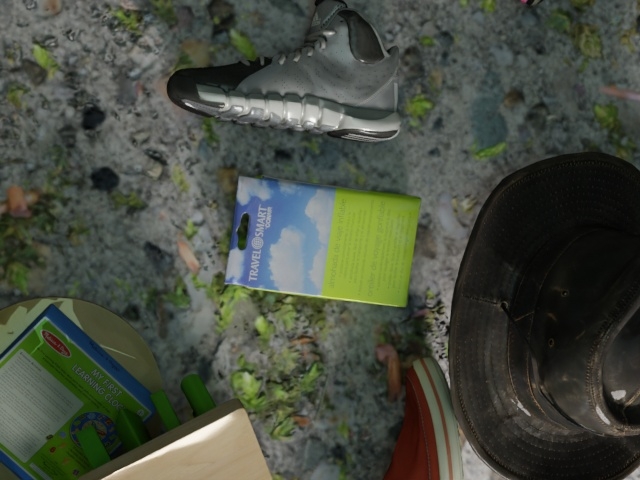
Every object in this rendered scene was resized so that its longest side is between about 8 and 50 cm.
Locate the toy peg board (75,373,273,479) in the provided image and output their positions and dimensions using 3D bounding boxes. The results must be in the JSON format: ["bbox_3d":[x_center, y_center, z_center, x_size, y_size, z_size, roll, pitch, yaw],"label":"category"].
[{"bbox_3d":[-0.139,0.210,1.573,0.161,0.079,0.160,-26,138,-9],"label":"toy peg board"}]

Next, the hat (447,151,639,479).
[{"bbox_3d":[0.271,0.080,1.585,0.331,0.134,0.331,0,90,-29],"label":"hat"}]

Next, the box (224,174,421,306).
[{"bbox_3d":[0.000,0.000,1.617,0.178,0.042,0.109,7,91,-11],"label":"box"}]

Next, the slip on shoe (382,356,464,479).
[{"bbox_3d":[0.080,0.275,1.608,0.101,0.123,0.331,5,88,0],"label":"slip on shoe"}]

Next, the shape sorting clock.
[{"bbox_3d":[-0.248,0.152,1.576,0.206,0.040,0.206,-3,104,-10],"label":"shape sorting clock"}]

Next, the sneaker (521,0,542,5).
[{"bbox_3d":[0.269,-0.269,1.645,0.170,0.063,0.075,-36,93,-12],"label":"sneaker"}]

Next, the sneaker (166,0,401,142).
[{"bbox_3d":[-0.029,-0.171,1.589,0.229,0.086,0.132,8,87,-22],"label":"sneaker"}]
